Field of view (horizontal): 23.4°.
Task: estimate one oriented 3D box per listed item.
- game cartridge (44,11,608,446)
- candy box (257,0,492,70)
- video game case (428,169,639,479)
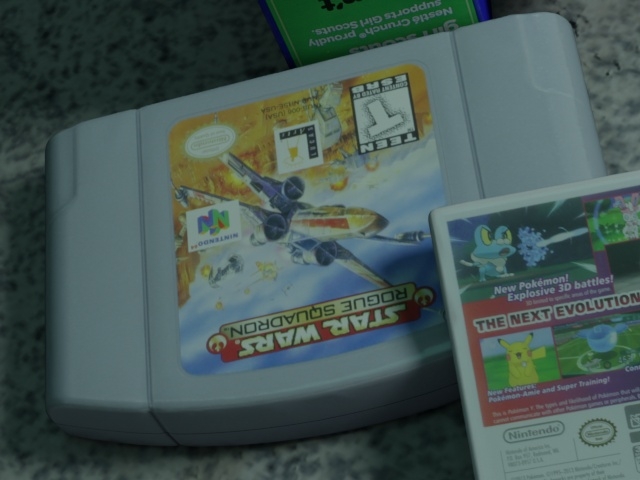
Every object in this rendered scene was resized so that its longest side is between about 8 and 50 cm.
[{"bbox_3d":[0.000,0.000,0.787,0.297,0.062,0.198,-13,52,9],"label":"game cartridge"},{"bbox_3d":[-0.001,-0.274,0.795,0.122,0.317,0.268,-11,56,14],"label":"candy box"},{"bbox_3d":[0.161,0.056,0.679,0.201,0.023,0.183,-11,74,6],"label":"video game case"}]
